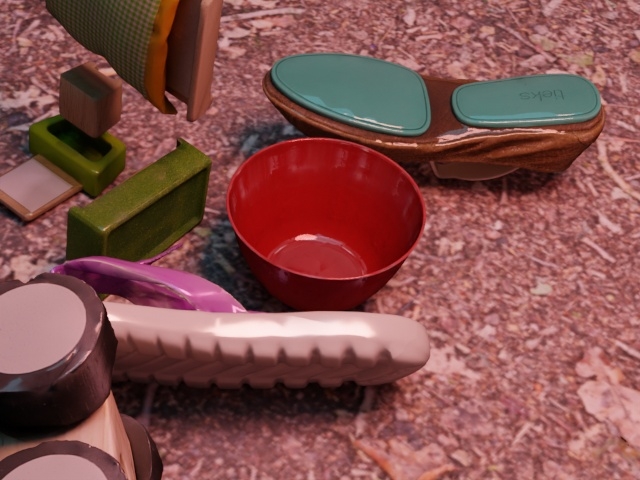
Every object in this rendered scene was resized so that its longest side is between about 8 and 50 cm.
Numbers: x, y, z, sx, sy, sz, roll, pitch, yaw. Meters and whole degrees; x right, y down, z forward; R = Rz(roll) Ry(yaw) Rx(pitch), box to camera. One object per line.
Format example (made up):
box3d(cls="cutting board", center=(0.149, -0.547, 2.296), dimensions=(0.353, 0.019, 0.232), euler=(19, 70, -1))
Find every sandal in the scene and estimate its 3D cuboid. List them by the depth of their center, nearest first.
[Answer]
box3d(cls="sandal", center=(-0.115, 0.058, 1.054), dimensions=(0.416, 0.169, 0.102), euler=(7, 69, -17))

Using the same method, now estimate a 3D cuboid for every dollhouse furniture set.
box3d(cls="dollhouse furniture set", center=(-0.209, -0.132, 1.130), dimensions=(0.198, 0.301, 0.151), euler=(34, 48, 20))

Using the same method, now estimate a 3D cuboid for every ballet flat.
box3d(cls="ballet flat", center=(0.110, -0.111, 1.281), dimensions=(0.343, 0.124, 0.116), euler=(1, 50, -6))

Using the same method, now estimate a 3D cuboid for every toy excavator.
box3d(cls="toy excavator", center=(-0.312, 0.277, 0.815), dimensions=(0.445, 0.222, 0.433), euler=(-14, 47, -4))

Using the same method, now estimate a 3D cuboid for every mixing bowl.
box3d(cls="mixing bowl", center=(0.000, 0.000, 1.175), dimensions=(0.182, 0.098, 0.181), euler=(5, 46, -5))
